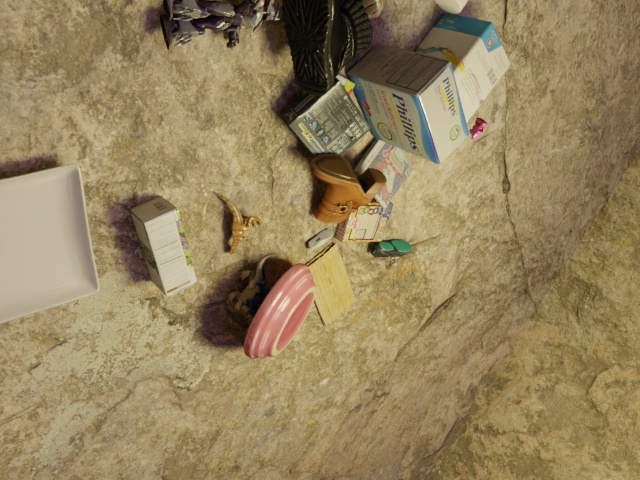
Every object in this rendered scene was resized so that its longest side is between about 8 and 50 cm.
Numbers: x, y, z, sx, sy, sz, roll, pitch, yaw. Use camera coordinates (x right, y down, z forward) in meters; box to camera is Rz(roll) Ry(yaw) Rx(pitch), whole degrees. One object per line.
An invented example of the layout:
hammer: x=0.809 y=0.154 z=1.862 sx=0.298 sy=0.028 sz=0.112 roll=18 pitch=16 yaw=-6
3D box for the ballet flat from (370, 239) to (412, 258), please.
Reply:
ballet flat: x=0.254 y=0.036 z=2.126 sx=0.203 sy=0.074 sz=0.074 roll=-1 pitch=115 yaw=-48

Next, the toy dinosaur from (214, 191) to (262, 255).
toy dinosaur: x=-0.228 y=-0.047 z=1.638 sx=0.112 sy=0.064 sz=0.211 roll=-20 pitch=126 yaw=-31

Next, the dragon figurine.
dragon figurine: x=-0.186 y=0.153 z=1.778 sx=0.144 sy=0.085 sz=0.289 roll=15 pitch=108 yaw=-48

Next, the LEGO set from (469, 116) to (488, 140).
LEGO set: x=0.453 y=-0.401 z=1.945 sx=0.087 sy=0.227 sz=0.093 roll=6 pitch=122 yaw=-23

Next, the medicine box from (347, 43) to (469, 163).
medicine box: x=0.257 y=-0.400 z=1.691 sx=0.149 sy=0.289 sz=0.263 roll=-44 pitch=136 yaw=-13

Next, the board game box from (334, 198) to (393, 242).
board game box: x=0.151 y=-0.068 z=1.977 sx=0.194 sy=0.045 sz=0.146 roll=0 pitch=114 yaw=-42

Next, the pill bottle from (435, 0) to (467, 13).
pill bottle: x=0.445 y=-0.806 z=1.725 sx=0.245 sy=0.136 sz=0.136 roll=-55 pitch=137 yaw=-1

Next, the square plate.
square plate: x=-0.685 y=0.017 z=1.277 sx=0.344 sy=0.049 sz=0.347 roll=-18 pitch=125 yaw=-33

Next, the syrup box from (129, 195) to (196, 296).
syrup box: x=-0.403 y=0.017 z=1.497 sx=0.096 sy=0.093 sz=0.236 roll=-28 pitch=131 yaw=-27

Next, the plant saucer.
plant saucer: x=-0.110 y=0.230 z=1.789 sx=0.332 sy=0.084 sz=0.332 roll=-54 pitch=166 yaw=-21

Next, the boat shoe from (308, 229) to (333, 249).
boat shoe: x=0.000 y=0.000 z=1.898 sx=0.100 sy=0.035 sz=0.035 roll=-37 pitch=161 yaw=-25

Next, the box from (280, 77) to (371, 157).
box: x=0.020 y=-0.334 z=1.647 sx=0.183 sy=0.059 sz=0.233 roll=-42 pitch=142 yaw=4

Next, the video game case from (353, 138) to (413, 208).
video game case: x=0.212 y=-0.235 z=1.914 sx=0.183 sy=0.023 sz=0.201 roll=-55 pitch=132 yaw=-14

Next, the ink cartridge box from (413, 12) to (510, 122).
ink cartridge box: x=0.414 y=-0.529 z=1.821 sx=0.270 sy=0.197 sz=0.198 roll=-53 pitch=138 yaw=-3

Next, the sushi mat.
sushi mat: x=0.034 y=0.160 z=2.031 sx=0.151 sy=0.019 sz=0.316 roll=-38 pitch=135 yaw=-20

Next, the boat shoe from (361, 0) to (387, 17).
boat shoe: x=0.094 y=-0.735 z=1.480 sx=0.116 sy=0.123 sz=0.324 roll=-53 pitch=139 yaw=-22

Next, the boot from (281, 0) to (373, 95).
boot: x=0.028 y=-0.560 z=1.433 sx=0.260 sy=0.131 sz=0.347 roll=-54 pitch=160 yaw=-30

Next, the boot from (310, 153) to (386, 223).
boot: x=0.039 y=-0.148 z=1.762 sx=0.284 sy=0.109 sz=0.220 roll=2 pitch=145 yaw=-43

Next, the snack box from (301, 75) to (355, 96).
snack box: x=0.023 y=-0.427 z=1.649 sx=0.141 sy=0.037 sz=0.100 roll=15 pitch=104 yaw=-45

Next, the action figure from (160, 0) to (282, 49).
action figure: x=-0.214 y=-0.508 z=1.319 sx=0.285 sy=0.099 sz=0.185 roll=-12 pitch=164 yaw=-24
